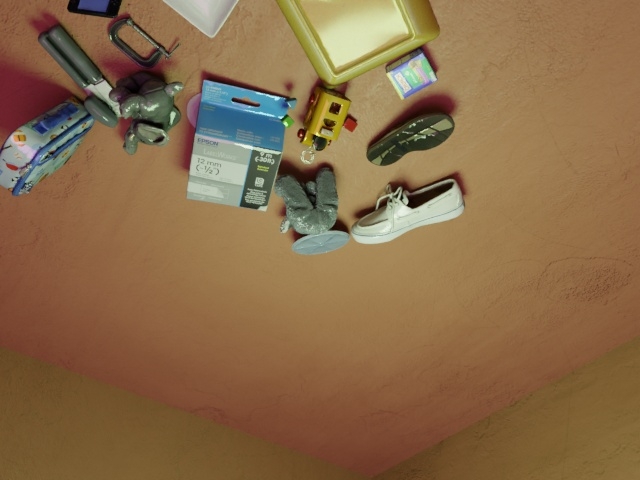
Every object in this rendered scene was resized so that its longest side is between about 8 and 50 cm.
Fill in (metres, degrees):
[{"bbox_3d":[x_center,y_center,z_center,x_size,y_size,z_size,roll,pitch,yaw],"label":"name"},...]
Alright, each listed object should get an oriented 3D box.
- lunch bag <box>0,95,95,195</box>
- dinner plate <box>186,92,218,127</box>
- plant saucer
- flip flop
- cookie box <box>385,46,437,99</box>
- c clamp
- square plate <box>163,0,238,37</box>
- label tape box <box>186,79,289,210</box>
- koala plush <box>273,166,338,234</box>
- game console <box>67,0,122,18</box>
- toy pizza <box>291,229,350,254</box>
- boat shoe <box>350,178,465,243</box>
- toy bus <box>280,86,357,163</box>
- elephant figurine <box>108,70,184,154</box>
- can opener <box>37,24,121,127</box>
[{"bbox_3d":[-0.759,-0.264,1.410,0.115,0.303,0.243,42,123,-19],"label":"lunch bag"},{"bbox_3d":[-0.319,-0.361,1.482,0.141,0.017,0.141,1,133,1],"label":"dinner plate"},{"bbox_3d":[0.081,-0.553,1.235,0.333,0.081,0.332,-20,127,21],"label":"plant saucer"},{"bbox_3d":[0.250,-0.298,1.463,0.112,0.080,0.277,35,141,-30],"label":"flip flop"},{"bbox_3d":[0.240,-0.440,1.351,0.107,0.040,0.092,-24,127,25],"label":"cookie box"},{"bbox_3d":[-0.468,-0.524,1.345,0.161,0.022,0.137,33,131,-26],"label":"c clamp"},{"bbox_3d":[-0.293,-0.701,1.149,0.344,0.049,0.347,33,126,-24],"label":"square plate"},{"bbox_3d":[-0.244,-0.262,1.488,0.249,0.115,0.347,9,134,-13],"label":"label tape box"},{"bbox_3d":[-0.046,-0.086,1.611,0.196,0.203,0.221,-10,164,-16],"label":"koala plush"},{"bbox_3d":[-0.552,-0.610,1.239,0.122,0.107,0.071,7,161,-2],"label":"game console"},{"bbox_3d":[0.000,0.000,1.733,0.201,0.032,0.201,-10,161,-4],"label":"toy pizza"},{"bbox_3d":[0.255,-0.109,1.588,0.367,0.135,0.156,-16,129,14],"label":"boat shoe"},{"bbox_3d":[0.008,-0.316,1.405,0.191,0.104,0.202,-29,122,0],"label":"toy bus"},{"bbox_3d":[-0.476,-0.338,1.442,0.186,0.169,0.239,36,151,29],"label":"elephant figurine"},{"bbox_3d":[-0.640,-0.433,1.385,0.076,0.095,0.283,-18,135,18],"label":"can opener"}]
